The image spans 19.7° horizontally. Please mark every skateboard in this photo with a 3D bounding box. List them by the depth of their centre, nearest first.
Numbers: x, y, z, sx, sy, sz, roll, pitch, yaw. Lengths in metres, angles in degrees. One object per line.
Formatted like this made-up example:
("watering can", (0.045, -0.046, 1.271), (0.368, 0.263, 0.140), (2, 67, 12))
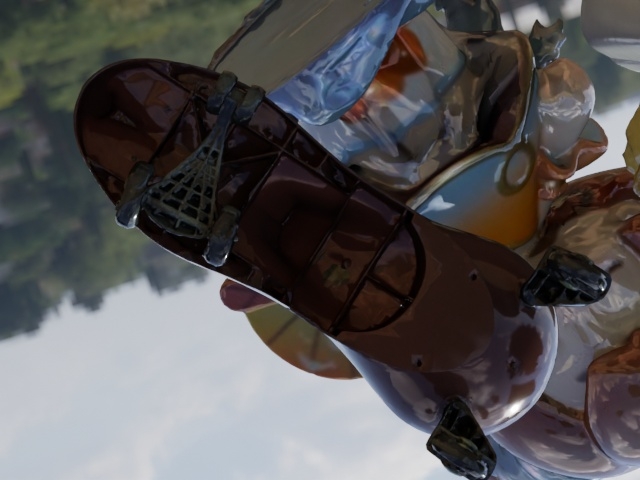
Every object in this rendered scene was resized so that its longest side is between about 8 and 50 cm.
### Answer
("skateboard", (0.000, 0.000, 0.510), (0.067, 0.151, 0.080), (-56, 180, -3))

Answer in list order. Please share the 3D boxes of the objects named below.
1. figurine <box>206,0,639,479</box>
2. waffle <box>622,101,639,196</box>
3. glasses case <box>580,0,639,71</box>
("figurine", (0.110, -0.004, 1.092), (0.277, 0.388, 0.248), (-40, -161, 15))
("waffle", (0.286, -0.067, 0.862), (0.274, 0.168, 0.057), (14, -152, -22))
("glasses case", (0.161, -0.105, 0.684), (0.059, 0.092, 0.233), (20, 180, -18))
